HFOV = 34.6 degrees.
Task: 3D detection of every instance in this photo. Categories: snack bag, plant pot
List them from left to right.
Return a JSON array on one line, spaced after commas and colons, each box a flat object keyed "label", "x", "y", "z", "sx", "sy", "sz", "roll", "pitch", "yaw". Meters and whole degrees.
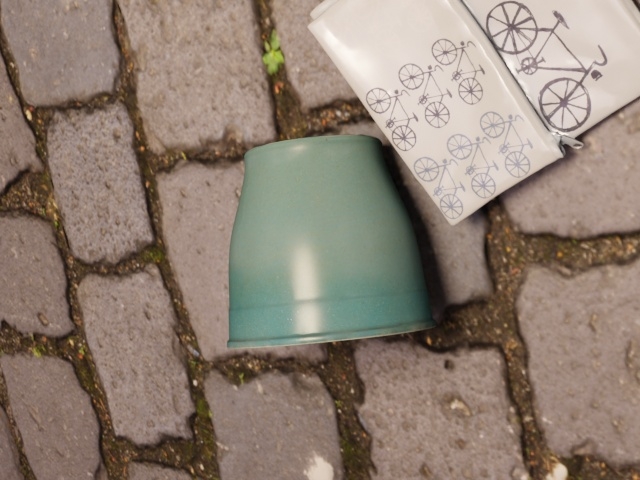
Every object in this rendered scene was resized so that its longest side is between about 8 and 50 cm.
[{"label": "plant pot", "x": 0.000, "y": 0.000, "z": 1.338, "sx": 0.272, "sy": 0.272, "sz": 0.255, "roll": -9, "pitch": 87, "yaw": 38}, {"label": "snack bag", "x": 0.195, "y": -0.227, "z": 1.194, "sx": 0.342, "sy": 0.037, "sz": 0.323, "roll": -33, "pitch": 93, "yaw": 30}]
